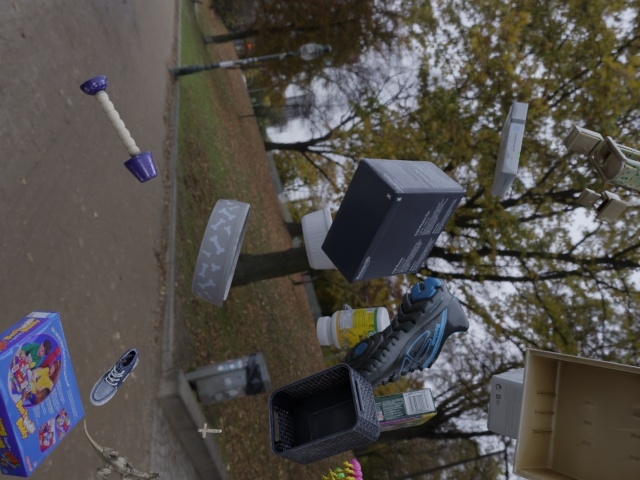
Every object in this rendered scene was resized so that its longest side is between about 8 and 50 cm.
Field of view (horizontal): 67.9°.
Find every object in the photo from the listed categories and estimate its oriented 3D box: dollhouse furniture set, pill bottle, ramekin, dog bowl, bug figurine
[{"bbox_3d":[0.567,-0.115,0.972,0.101,0.182,0.161,-80,-172,-50],"label":"dollhouse furniture set"},{"bbox_3d":[0.100,0.268,1.443,0.117,0.208,0.117,-7,90,-72],"label":"pill bottle"},{"bbox_3d":[0.000,0.000,2.011,0.273,0.127,0.272,-11,90,-89],"label":"ramekin"},{"bbox_3d":[-0.306,0.031,1.474,0.349,0.102,0.348,-164,-90,-83],"label":"dog bowl"},{"bbox_3d":[0.072,0.683,1.214,0.279,0.072,0.216,116,-27,-50],"label":"bug figurine"}]

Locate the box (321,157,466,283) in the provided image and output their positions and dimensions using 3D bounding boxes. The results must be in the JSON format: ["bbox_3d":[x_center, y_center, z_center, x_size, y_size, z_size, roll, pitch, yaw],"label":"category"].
[{"bbox_3d":[0.221,-0.063,1.479,0.179,0.313,0.343,50,-50,35],"label":"box"}]

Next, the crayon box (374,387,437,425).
[{"bbox_3d":[0.248,0.695,1.901,0.313,0.363,0.106,90,-9,-63],"label":"crayon box"}]

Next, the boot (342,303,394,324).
[{"bbox_3d":[0.194,0.314,1.784,0.076,0.209,0.189,-52,131,-66],"label":"boot"}]

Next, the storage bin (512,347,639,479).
[{"bbox_3d":[0.544,0.372,0.941,0.260,0.123,0.262,-4,-108,58],"label":"storage bin"}]

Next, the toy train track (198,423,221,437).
[{"bbox_3d":[-0.404,0.695,1.738,0.014,0.083,0.048,133,-38,-65],"label":"toy train track"}]

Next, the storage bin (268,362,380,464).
[{"bbox_3d":[0.004,0.316,0.862,0.084,0.180,0.122,44,26,-42],"label":"storage bin"}]

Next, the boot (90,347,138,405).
[{"bbox_3d":[-0.645,0.422,1.489,0.190,0.069,0.086,-59,-177,-39],"label":"boot"}]

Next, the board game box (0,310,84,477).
[{"bbox_3d":[-0.758,0.395,1.247,0.233,0.078,0.347,-65,154,-68],"label":"board game box"}]

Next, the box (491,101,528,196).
[{"bbox_3d":[0.463,-0.221,1.170,0.145,0.038,0.186,58,46,-71],"label":"box"}]

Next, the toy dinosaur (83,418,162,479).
[{"bbox_3d":[-0.381,0.402,0.868,0.183,0.053,0.092,35,-20,-1],"label":"toy dinosaur"}]

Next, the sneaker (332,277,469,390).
[{"bbox_3d":[0.167,0.238,0.984,0.139,0.341,0.125,48,-3,-16],"label":"sneaker"}]

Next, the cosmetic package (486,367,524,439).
[{"bbox_3d":[0.646,0.441,1.178,0.385,0.217,0.156,5,-90,50],"label":"cosmetic package"}]

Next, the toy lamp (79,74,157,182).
[{"bbox_3d":[-0.511,-0.278,1.222,0.274,0.080,0.080,61,-3,-13],"label":"toy lamp"}]
